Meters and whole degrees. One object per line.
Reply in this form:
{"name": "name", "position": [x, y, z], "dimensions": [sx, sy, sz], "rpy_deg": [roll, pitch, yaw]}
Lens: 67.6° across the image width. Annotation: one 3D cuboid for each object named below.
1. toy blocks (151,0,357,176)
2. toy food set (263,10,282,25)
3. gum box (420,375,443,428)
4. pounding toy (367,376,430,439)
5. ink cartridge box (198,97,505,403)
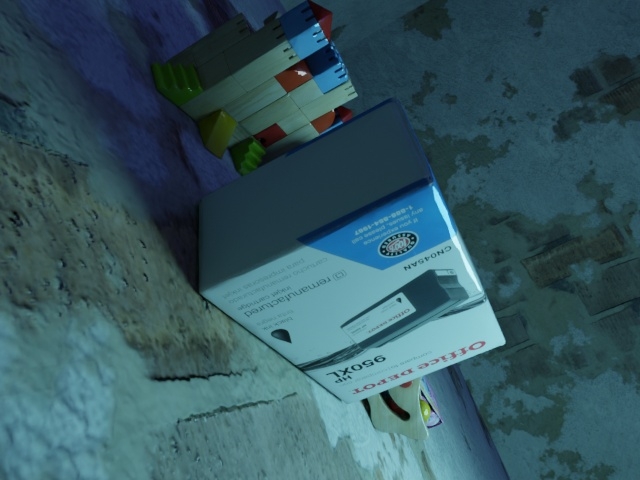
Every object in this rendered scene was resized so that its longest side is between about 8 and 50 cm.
{"name": "toy blocks", "position": [-0.062, -0.256, 0.825], "dimensions": [0.381, 0.260, 0.191], "rpy_deg": [36, 31, -64]}
{"name": "toy food set", "position": [-0.081, -0.417, 1.175], "dimensions": [0.220, 0.092, 0.306], "rpy_deg": [49, 26, -29]}
{"name": "gum box", "position": [0.244, 0.386, 1.233], "dimensions": [0.189, 0.062, 0.107], "rpy_deg": [57, 15, -28]}
{"name": "pounding toy", "position": [0.162, 0.229, 0.936], "dimensions": [0.155, 0.154, 0.270], "rpy_deg": [-13, 91, -76]}
{"name": "ink cartridge box", "position": [0.064, 0.052, 0.673], "dimensions": [0.395, 0.285, 0.166], "rpy_deg": [50, 20, -44]}
